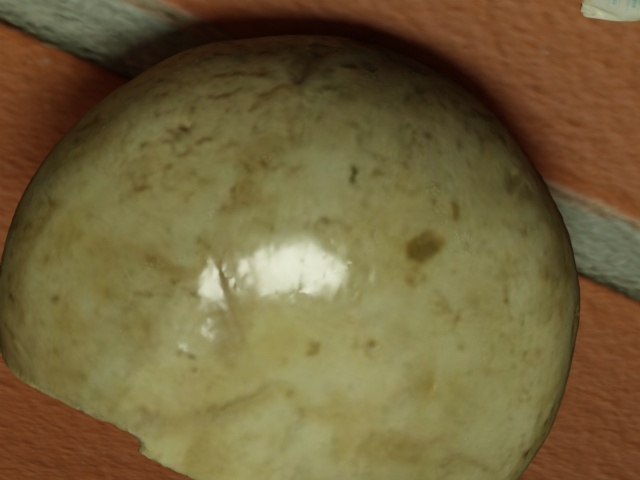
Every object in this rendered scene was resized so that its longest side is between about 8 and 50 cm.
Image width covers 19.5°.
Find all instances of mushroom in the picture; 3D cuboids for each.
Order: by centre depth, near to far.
[{"bbox_3d":[0.000,0.000,0.815,0.253,0.195,0.189,24,113,-15],"label":"mushroom"}]

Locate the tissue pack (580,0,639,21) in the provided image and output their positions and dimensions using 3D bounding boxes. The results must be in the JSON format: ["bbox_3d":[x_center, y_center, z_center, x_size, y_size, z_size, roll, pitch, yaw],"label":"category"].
[{"bbox_3d":[0.128,-0.125,0.659,0.074,0.059,0.094,5,149,4],"label":"tissue pack"}]
